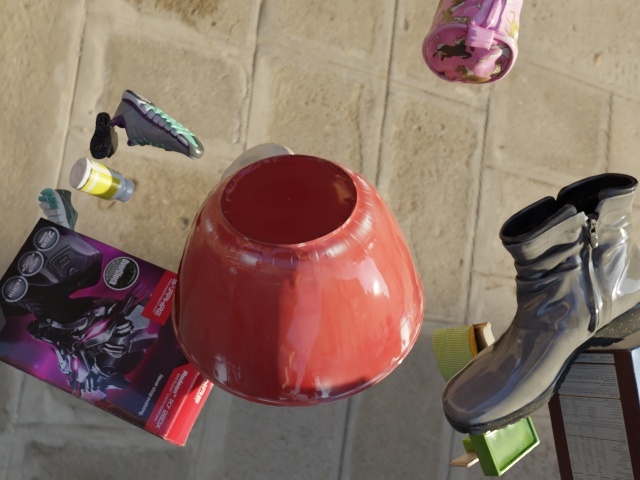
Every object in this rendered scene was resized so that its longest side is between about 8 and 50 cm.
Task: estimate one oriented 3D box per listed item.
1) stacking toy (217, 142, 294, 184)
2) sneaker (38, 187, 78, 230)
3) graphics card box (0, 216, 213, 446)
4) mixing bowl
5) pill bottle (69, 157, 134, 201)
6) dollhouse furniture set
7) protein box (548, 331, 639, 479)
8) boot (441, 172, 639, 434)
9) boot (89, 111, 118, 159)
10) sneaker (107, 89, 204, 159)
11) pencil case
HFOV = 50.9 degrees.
[{"bbox_3d":[0.000,0.000,1.580,0.479,0.350,0.351,16,80,-38],"label":"stacking toy"},{"bbox_3d":[-0.557,-0.038,1.473,0.076,0.065,0.167,-37,123,-65],"label":"sneaker"},{"bbox_3d":[-0.330,0.135,1.049,0.370,0.094,0.233,21,71,13],"label":"graphics card box"},{"bbox_3d":[-0.017,0.006,0.451,0.181,0.181,0.098,-31,141,-26],"label":"mixing bowl"},{"bbox_3d":[-0.437,-0.117,1.349,0.116,0.065,0.065,23,76,-45],"label":"pill bottle"},{"bbox_3d":[0.323,0.350,1.510,0.151,0.197,0.302,-19,86,-33],"label":"dollhouse furniture set"},{"bbox_3d":[0.435,0.230,0.947,0.199,0.136,0.201,-9,90,-39],"label":"protein box"},{"bbox_3d":[0.260,0.071,0.840,0.338,0.118,0.223,-36,120,-9],"label":"boot"},{"bbox_3d":[-0.481,-0.217,1.501,0.045,0.099,0.121,2,68,-7],"label":"boot"},{"bbox_3d":[-0.336,-0.211,1.373,0.223,0.083,0.098,39,100,19],"label":"sneaker"},{"bbox_3d":[0.283,-0.448,1.130,0.167,0.160,0.386,42,59,-51],"label":"pencil case"}]
